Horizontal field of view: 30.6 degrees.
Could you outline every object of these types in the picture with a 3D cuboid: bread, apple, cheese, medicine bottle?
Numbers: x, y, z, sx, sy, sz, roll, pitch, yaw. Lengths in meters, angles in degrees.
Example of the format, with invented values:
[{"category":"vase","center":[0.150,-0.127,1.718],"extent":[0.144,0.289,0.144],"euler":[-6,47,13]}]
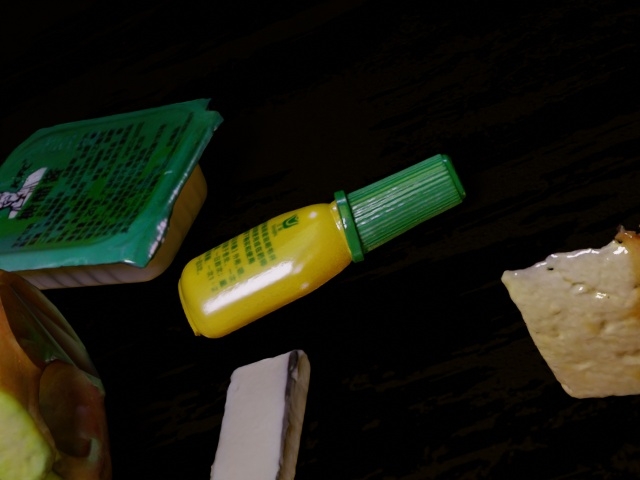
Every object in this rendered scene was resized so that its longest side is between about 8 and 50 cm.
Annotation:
[{"category":"bread","center":[0.272,0.009,0.883],"extent":[0.240,0.178,0.135],"euler":[-16,41,25]},{"category":"apple","center":[-0.354,0.203,1.027],"extent":[0.374,0.374,0.384],"euler":[-29,66,5]},{"category":"cheese","center":[-0.066,0.254,0.977],"extent":[0.085,0.034,0.400],"euler":[-20,37,24]},{"category":"medicine bottle","center":[0.000,0.000,1.181],"extent":[0.309,0.076,0.111],"euler":[-27,39,9]}]

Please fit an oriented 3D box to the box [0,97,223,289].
[{"category":"box","center":[-0.268,-0.031,1.395],"extent":[0.336,0.106,0.264],"euler":[-6,43,33]}]
